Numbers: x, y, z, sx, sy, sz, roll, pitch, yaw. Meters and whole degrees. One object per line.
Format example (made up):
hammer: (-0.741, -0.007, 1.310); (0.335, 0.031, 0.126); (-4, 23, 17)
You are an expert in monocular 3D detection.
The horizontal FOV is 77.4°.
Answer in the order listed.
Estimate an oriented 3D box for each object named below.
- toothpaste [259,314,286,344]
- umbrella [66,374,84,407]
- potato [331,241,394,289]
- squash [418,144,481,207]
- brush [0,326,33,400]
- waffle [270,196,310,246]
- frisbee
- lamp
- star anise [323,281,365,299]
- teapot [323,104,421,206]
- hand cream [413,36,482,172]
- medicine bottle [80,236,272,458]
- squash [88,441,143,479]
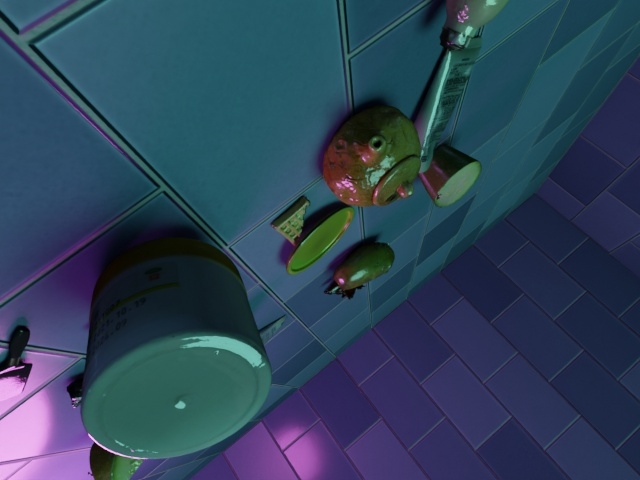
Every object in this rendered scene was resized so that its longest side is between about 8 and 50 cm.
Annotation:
toothpaste: (-0.227, 0.342, 1.295); (0.301, 0.048, 0.075); (-31, 130, -39)
umbrella: (-0.407, 0.275, 0.855); (0.236, 0.059, 0.066); (-22, 169, -37)
potato: (0.140, 0.081, 1.319); (0.251, 0.113, 0.149); (-20, 155, -27)
squash: (0.362, -0.189, 1.146); (0.170, 0.123, 0.170); (-33, 158, -16)
brush: (-0.487, 0.198, 0.630); (0.063, 0.016, 0.193); (-7, 141, -55)
waffle: (-0.046, -0.036, 0.898); (0.097, 0.023, 0.152); (-39, 157, 0)
frisbee: (0.000, 0.000, 1.020); (0.236, 0.017, 0.236); (-41, 164, -15)
lamp: (0.251, -0.406, 0.584); (0.101, 0.101, 0.250); (-19, 141, -44)
star anise: (0.081, 0.162, 1.411); (0.157, 0.053, 0.212); (-14, -166, 7)
teapot: (0.123, -0.139, 0.787); (0.203, 0.167, 0.311); (-44, 159, 5)
hand cream: (0.251, -0.278, 0.896); (0.124, 0.078, 0.340); (-24, 145, -35)
medicine bottle: (-0.214, 0.149, 0.594); (0.238, 0.232, 0.237); (-11, 124, -18)
squash: (-0.465, 0.498, 1.076); (0.289, 0.203, 0.111); (-34, 118, -10)
